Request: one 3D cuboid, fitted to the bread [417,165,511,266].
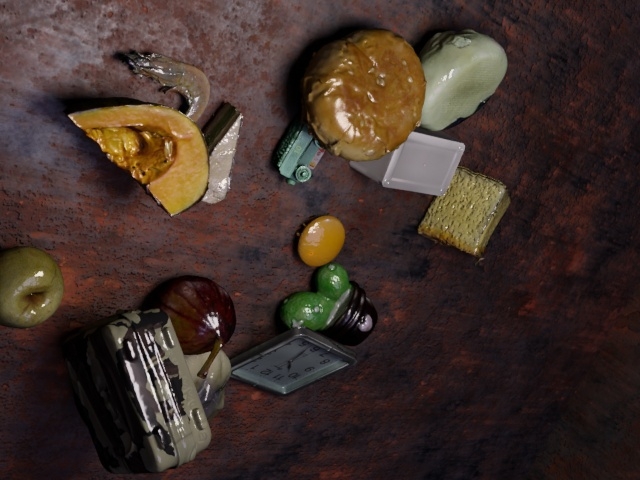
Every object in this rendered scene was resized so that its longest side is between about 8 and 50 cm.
[{"bbox_3d":[0.473,-0.047,2.250,0.315,0.279,0.248,17,99,-32],"label":"bread"}]

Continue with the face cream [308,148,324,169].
[{"bbox_3d":[-0.011,-0.213,1.915,0.040,0.021,0.083,25,99,-43],"label":"face cream"}]

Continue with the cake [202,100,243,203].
[{"bbox_3d":[-0.220,-0.177,1.721,0.220,0.086,0.116,-52,136,1],"label":"cake"}]

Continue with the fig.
[{"bbox_3d":[-0.265,0.185,1.805,0.203,0.249,0.186,7,99,-45],"label":"fig"}]

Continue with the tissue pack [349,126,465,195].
[{"bbox_3d":[0.224,-0.219,2.021,0.246,0.136,0.159,6,112,-41],"label":"tissue pack"}]

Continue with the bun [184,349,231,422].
[{"bbox_3d":[-0.335,0.374,1.934,0.273,0.168,0.273,-28,137,-30],"label":"bun"}]

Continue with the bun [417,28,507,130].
[{"bbox_3d":[0.309,-0.411,1.950,0.283,0.179,0.283,-29,152,-17],"label":"bun"}]

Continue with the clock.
[{"bbox_3d":[-0.078,0.321,2.112,0.279,0.049,0.273,-28,142,24],"label":"clock"}]

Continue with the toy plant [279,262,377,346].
[{"bbox_3d":[0.026,0.181,2.112,0.235,0.175,0.218,38,83,-19],"label":"toy plant"}]

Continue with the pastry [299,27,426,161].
[{"bbox_3d":[0.085,-0.323,1.787,0.315,0.184,0.284,-44,110,-23],"label":"pastry"}]

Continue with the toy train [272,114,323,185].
[{"bbox_3d":[-0.046,-0.214,1.851,0.099,0.070,0.172,27,99,-28],"label":"toy train"}]

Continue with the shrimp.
[{"bbox_3d":[-0.322,-0.299,1.592,0.219,0.046,0.152,18,102,-45],"label":"shrimp"}]

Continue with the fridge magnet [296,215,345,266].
[{"bbox_3d":[0.000,0.000,2.033,0.143,0.063,0.143,-19,126,-29],"label":"fridge magnet"}]

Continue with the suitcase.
[{"bbox_3d":[-0.413,0.327,1.722,0.194,0.339,0.352,-19,89,-45],"label":"suitcase"}]

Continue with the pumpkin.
[{"bbox_3d":[-0.343,-0.210,1.550,0.169,0.148,0.312,-44,130,-2],"label":"pumpkin"}]

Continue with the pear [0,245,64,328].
[{"bbox_3d":[-0.590,0.090,1.563,0.167,0.136,0.167,-23,129,-31],"label":"pear"}]
